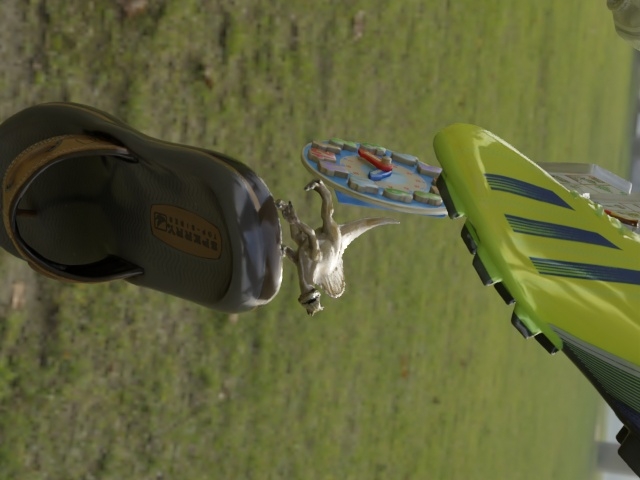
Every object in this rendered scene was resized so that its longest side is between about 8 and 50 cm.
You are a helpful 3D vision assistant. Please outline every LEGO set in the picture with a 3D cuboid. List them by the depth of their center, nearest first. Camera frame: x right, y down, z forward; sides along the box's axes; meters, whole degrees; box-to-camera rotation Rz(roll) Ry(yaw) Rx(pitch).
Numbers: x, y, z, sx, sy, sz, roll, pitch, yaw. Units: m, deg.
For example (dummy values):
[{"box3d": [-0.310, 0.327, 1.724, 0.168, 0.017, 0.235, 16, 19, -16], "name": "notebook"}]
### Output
[{"box3d": [0.246, -0.051, 1.138, 0.244, 0.182, 0.060, 8, -104, 62], "name": "LEGO set"}]

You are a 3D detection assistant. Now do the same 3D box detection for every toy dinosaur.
[{"box3d": [0.000, 0.000, 0.998, 0.093, 0.053, 0.183, 59, 32, -13], "name": "toy dinosaur"}]

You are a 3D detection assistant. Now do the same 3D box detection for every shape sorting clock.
[{"box3d": [0.076, -0.080, 1.448, 0.206, 0.206, 0.040, -50, 154, -65], "name": "shape sorting clock"}]

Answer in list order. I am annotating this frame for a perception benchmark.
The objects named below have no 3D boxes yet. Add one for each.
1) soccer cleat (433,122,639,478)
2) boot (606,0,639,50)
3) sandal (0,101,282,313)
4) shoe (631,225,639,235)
[{"box3d": [0.179, 0.033, 0.703, 0.289, 0.121, 0.093, 51, 10, 3], "name": "soccer cleat"}, {"box3d": [0.180, -0.176, 0.633, 0.095, 0.123, 0.258, -61, -175, -6], "name": "boot"}, {"box3d": [-0.105, -0.009, 0.546, 0.060, 0.219, 0.090, -22, 118, -39], "name": "sandal"}, {"box3d": [0.467, -0.001, 1.462, 0.081, 0.178, 0.063, -65, 171, -49], "name": "shoe"}]
